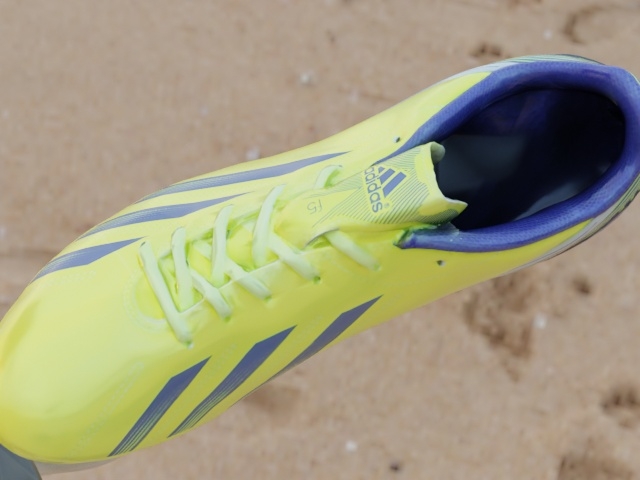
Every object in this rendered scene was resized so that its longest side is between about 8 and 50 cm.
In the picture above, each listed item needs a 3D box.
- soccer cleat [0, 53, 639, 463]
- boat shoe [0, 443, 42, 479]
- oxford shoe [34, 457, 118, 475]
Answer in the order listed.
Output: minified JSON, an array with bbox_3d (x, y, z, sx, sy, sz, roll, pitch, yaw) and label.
[{"bbox_3d":[0.000,-0.001,0.766,0.289,0.121,0.093,-24,86,-13],"label":"soccer cleat"},{"bbox_3d":[-0.168,0.098,0.941,0.050,0.045,0.135,20,43,-54],"label":"boat shoe"},{"bbox_3d":[-0.284,0.183,1.320,0.397,0.147,0.140,-17,-14,23],"label":"oxford shoe"}]
